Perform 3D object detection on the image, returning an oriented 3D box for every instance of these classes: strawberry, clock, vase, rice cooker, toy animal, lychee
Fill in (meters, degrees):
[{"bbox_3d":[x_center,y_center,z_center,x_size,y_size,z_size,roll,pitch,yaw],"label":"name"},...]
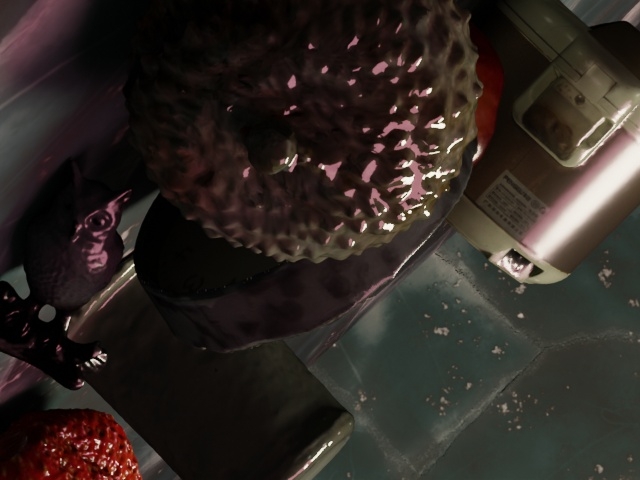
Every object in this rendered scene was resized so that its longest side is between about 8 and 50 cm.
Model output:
[{"bbox_3d":[-0.324,0.317,1.570,0.238,0.250,0.288,-11,141,-2],"label":"strawberry"},{"bbox_3d":[-0.019,-0.041,1.202,0.325,0.067,0.325,-27,-150,17],"label":"clock"},{"bbox_3d":[-0.122,0.161,1.495,0.245,0.291,0.245,-41,168,-11],"label":"vase"},{"bbox_3d":[0.283,-0.149,1.746,0.325,0.335,0.335,-46,170,14],"label":"rice cooker"},{"bbox_3d":[-0.201,0.017,1.163,0.210,0.121,0.117,-57,-176,29],"label":"toy animal"},{"bbox_3d":[-0.011,-0.116,0.976,0.255,0.255,0.274,-50,-162,30],"label":"lychee"}]

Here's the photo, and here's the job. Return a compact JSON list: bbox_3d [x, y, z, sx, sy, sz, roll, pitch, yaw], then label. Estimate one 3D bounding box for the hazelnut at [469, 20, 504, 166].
[{"bbox_3d":[0.075,-0.145,1.404,0.208,0.208,0.208,-43,170,-9],"label":"hazelnut"}]
